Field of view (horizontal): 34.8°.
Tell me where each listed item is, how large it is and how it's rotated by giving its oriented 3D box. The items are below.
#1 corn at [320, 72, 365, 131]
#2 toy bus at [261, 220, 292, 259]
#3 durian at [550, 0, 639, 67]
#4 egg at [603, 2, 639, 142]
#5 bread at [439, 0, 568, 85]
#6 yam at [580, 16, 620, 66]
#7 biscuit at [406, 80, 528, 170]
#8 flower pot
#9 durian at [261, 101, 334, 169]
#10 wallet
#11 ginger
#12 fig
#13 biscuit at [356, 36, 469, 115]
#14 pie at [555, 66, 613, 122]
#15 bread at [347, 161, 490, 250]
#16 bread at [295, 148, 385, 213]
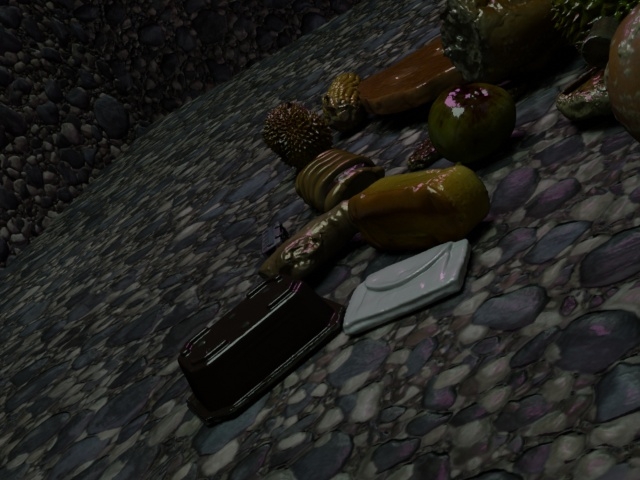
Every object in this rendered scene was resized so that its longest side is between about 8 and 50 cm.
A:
[{"bbox_3d":[0.055,-0.321,2.345,0.106,0.106,0.293,-30,15,13],"label":"corn"},{"bbox_3d":[-0.079,0.004,1.816,0.052,0.037,0.130,-34,16,7],"label":"toy bus"},{"bbox_3d":[0.484,-0.404,1.656,0.237,0.176,0.200,-44,-21,-1],"label":"durian"},{"bbox_3d":[0.424,-0.191,1.173,0.195,0.195,0.233,-20,35,39],"label":"egg"},{"bbox_3d":[0.335,-0.373,1.819,0.246,0.176,0.195,-26,-22,-10],"label":"bread"},{"bbox_3d":[0.421,-0.296,1.520,0.054,0.054,0.132,-24,14,29],"label":"yam"},{"bbox_3d":[0.255,-0.205,1.788,0.237,0.026,0.131,-43,18,-29],"label":"biscuit"},{"bbox_3d":[-0.094,0.135,1.413,0.251,0.084,0.179,-38,18,-14],"label":"flower pot"},{"bbox_3d":[-0.046,-0.221,2.178,0.158,0.168,0.137,5,52,41],"label":"durian"},{"bbox_3d":[0.111,0.058,1.336,0.183,0.032,0.124,-23,23,27],"label":"wallet"},{"bbox_3d":[-0.002,0.001,1.620,0.213,0.074,0.137,-43,11,-8],"label":"ginger"},{"bbox_3d":[0.236,-0.188,1.615,0.136,0.120,0.153,-37,16,-25],"label":"fig"},{"bbox_3d":[0.256,-0.356,2.114,0.365,0.062,0.385,-29,16,-6],"label":"biscuit"},{"bbox_3d":[0.468,-0.254,1.489,0.274,0.055,0.274,-30,12,7],"label":"pie"},{"bbox_3d":[0.132,-0.041,1.456,0.094,0.102,0.245,-36,17,-30],"label":"bread"},{"bbox_3d":[0.028,-0.112,1.858,0.134,0.081,0.225,-36,17,-9],"label":"bread"}]
